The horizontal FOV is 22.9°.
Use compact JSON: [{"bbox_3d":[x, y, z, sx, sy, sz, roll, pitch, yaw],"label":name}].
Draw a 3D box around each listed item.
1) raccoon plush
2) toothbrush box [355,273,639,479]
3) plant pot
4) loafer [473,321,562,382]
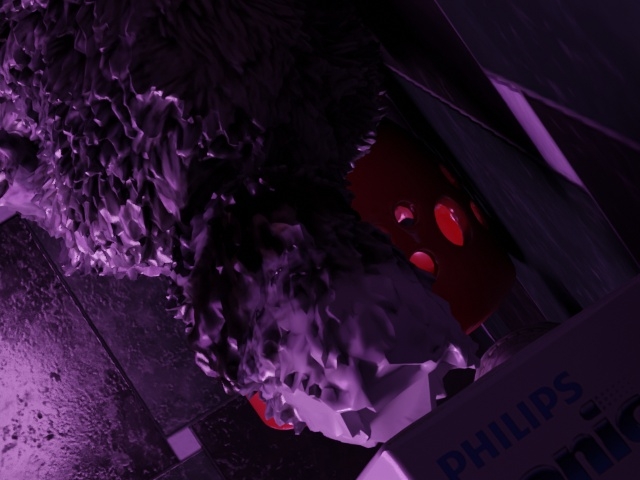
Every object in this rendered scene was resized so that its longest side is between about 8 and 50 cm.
[{"bbox_3d":[-0.075,-0.137,0.738,0.446,0.216,0.299,28,150,52],"label":"raccoon plush"},{"bbox_3d":[0.123,0.172,0.479,0.283,0.122,0.206,55,159,13],"label":"toothbrush box"},{"bbox_3d":[0.000,0.000,1.001,0.174,0.191,0.191,56,180,-9],"label":"plant pot"},{"bbox_3d":[0.188,0.190,0.888,0.319,0.112,0.111,54,-171,5],"label":"loafer"}]
